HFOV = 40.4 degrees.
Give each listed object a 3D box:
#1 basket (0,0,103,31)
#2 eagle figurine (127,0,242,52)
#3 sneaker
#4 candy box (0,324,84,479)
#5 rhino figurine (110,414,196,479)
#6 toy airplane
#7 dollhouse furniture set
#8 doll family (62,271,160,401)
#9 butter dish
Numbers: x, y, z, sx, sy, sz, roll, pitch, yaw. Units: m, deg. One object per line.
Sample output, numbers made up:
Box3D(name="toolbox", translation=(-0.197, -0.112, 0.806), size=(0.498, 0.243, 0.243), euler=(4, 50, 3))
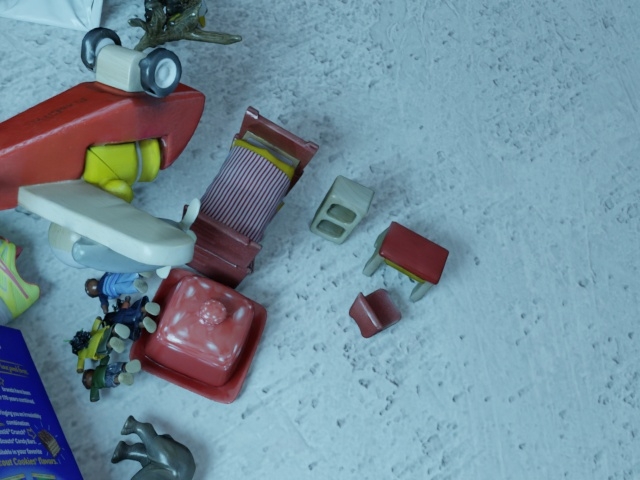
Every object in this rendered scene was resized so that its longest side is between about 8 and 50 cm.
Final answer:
Box3D(name="basket", translation=(-0.413, -0.402, 1.322), size=(0.167, 0.113, 0.103), euler=(7, 59, -16))
Box3D(name="eagle figurine", translation=(-0.212, -0.428, 1.355), size=(0.226, 0.225, 0.298), euler=(16, 67, -13))
Box3D(name="sneaker", translation=(-0.442, 0.017, 1.135), size=(0.094, 0.081, 0.208), euler=(-30, 84, -37))
Box3D(name="candy box", translation=(-0.372, 0.237, 0.918), size=(0.122, 0.268, 0.317), euler=(-29, 73, 4))
Box3D(name="rhino figurine", translation=(-0.228, 0.343, 1.049), size=(0.106, 0.073, 0.243), euler=(21, 62, -6))
Box3D(name="toy airplane", translation=(-0.331, -0.065, 1.069), size=(0.384, 0.272, 0.386), euler=(-6, 38, -2))
Box3D(name="dollhouse furniture set", translation=(0.000, 0.000, 1.247), size=(0.374, 0.152, 0.201), euler=(28, 60, -5))
Box3D(name="doll family", translation=(-0.276, 0.111, 1.135), size=(0.076, 0.111, 0.193), euler=(43, 50, -32))
Box3D(name="butter dish", translation=(-0.153, 0.112, 1.160), size=(0.159, 0.118, 0.160), euler=(24, 60, -6))
